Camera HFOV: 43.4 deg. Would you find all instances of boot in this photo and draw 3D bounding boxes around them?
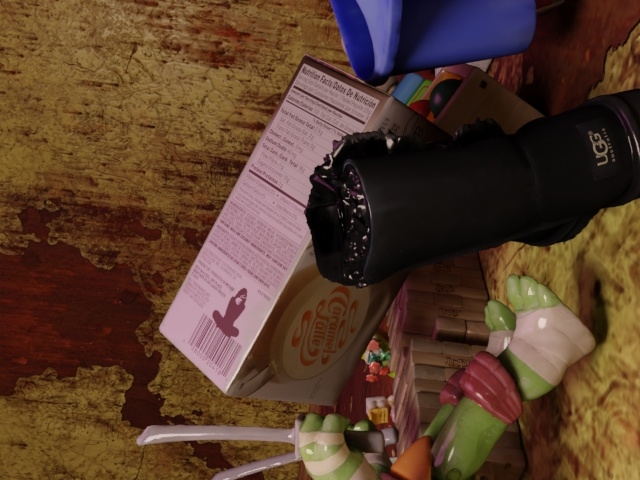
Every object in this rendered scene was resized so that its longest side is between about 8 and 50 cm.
[{"bbox_3d":[0.090,-0.029,0.558,0.246,0.207,0.094,135,122,-82],"label":"boot"}]

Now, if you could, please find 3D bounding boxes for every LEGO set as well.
[{"bbox_3d":[0.083,0.187,0.905,0.107,0.132,0.287,-101,-5,-59],"label":"LEGO set"}]

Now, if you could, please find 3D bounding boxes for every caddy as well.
[{"bbox_3d":[0.053,-0.280,0.643,0.241,0.179,0.341,88,172,-49],"label":"caddy"}]

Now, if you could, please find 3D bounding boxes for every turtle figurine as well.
[{"bbox_3d":[0.039,0.125,0.564,0.274,0.266,0.198,33,162,43],"label":"turtle figurine"}]

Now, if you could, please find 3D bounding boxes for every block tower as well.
[{"bbox_3d":[0.120,0.119,0.794,0.336,0.090,0.097,-88,6,-51],"label":"block tower"}]

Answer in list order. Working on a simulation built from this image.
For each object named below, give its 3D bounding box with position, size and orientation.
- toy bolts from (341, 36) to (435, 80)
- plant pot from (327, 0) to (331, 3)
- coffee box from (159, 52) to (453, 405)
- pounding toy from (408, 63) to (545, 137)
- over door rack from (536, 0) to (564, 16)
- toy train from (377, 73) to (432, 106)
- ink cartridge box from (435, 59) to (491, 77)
[{"bbox_3d":[0.101,-0.213,1.082,0.218,0.158,0.229,110,166,-72],"label":"toy bolts"},{"bbox_3d":[0.092,-0.467,1.088,0.267,0.267,0.236,134,131,-83],"label":"plant pot"},{"bbox_3d":[0.000,0.000,0.646,0.141,0.098,0.247,21,-80,-52],"label":"coffee box"},{"bbox_3d":[0.099,-0.070,0.790,0.206,0.094,0.181,-55,11,12],"label":"pounding toy"},{"bbox_3d":[0.190,-0.356,0.605,0.239,0.108,0.325,131,131,-83],"label":"over door rack"},{"bbox_3d":[0.055,-0.089,0.937,0.248,0.143,0.105,-53,-25,-6],"label":"toy train"},{"bbox_3d":[0.185,-0.311,0.896,0.232,0.066,0.189,119,159,-57],"label":"ink cartridge box"}]
